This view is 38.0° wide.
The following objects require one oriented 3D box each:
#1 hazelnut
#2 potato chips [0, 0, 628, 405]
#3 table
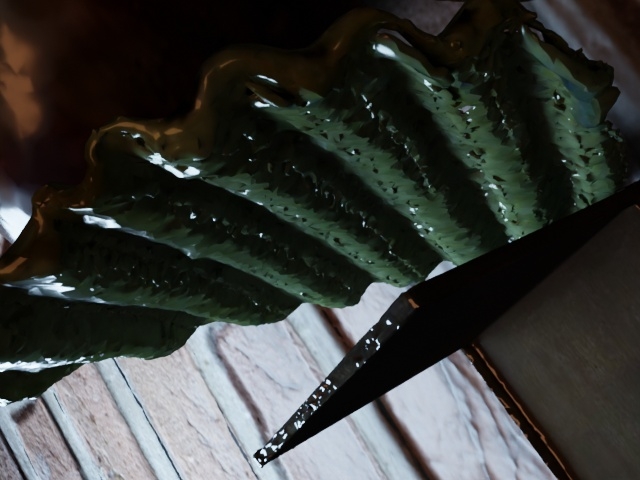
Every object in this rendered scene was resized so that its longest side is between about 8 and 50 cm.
[{"bbox_3d":[-0.140,-0.172,0.655,0.421,0.352,0.421,180,90,-83],"label":"hazelnut"},{"bbox_3d":[0.000,0.000,0.534,0.358,0.429,0.070,-24,75,15],"label":"potato chips"},{"bbox_3d":[0.163,0.126,0.526,0.251,0.282,0.196,56,137,15],"label":"table"}]
